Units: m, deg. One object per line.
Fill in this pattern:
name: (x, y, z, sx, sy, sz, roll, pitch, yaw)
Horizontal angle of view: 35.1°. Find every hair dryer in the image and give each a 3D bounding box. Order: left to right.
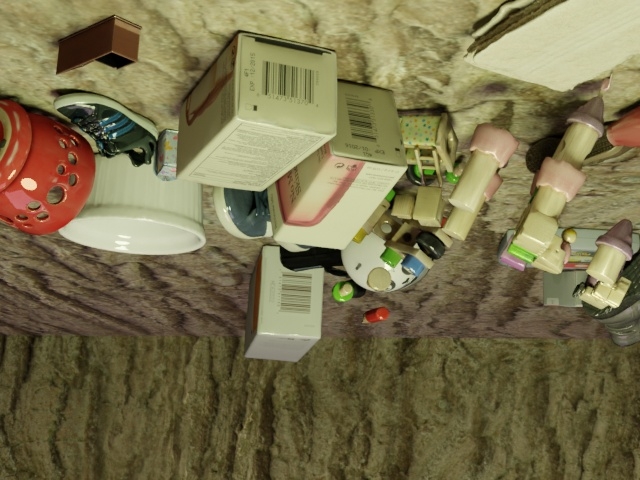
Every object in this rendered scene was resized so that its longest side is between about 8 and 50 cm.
hair dryer: (0.576, -0.168, 1.502, 0.293, 0.080, 0.223, -1, 166, 15)

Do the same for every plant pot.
plant pot: (-0.490, -0.121, 1.641, 0.191, 0.191, 0.174, -5, 161, 27)

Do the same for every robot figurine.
robot figurine: (0.142, 0.021, 2.067, 0.173, 0.209, 0.278, 5, -179, 14)

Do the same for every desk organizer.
desk organizer: (-0.299, -0.254, 1.361, 0.130, 0.050, 0.047, -10, 161, 41)

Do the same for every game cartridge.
game cartridge: (0.561, 0.019, 2.307, 0.294, 0.060, 0.196, 2, 162, 3)

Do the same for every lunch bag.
lunch bag: (-0.261, -0.144, 1.746, 0.053, 0.071, 0.083, 6, 166, -21)

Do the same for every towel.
towel: (0.324, -0.262, 1.239, 0.187, 0.049, 0.282, 9, 163, -30)

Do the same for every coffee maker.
coffee maker: (0.000, 0.000, 2.237, 0.178, 0.120, 0.171, -7, 140, 29)

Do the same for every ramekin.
ramekin: (-0.353, -0.069, 1.932, 0.277, 0.135, 0.277, 3, 165, 1)

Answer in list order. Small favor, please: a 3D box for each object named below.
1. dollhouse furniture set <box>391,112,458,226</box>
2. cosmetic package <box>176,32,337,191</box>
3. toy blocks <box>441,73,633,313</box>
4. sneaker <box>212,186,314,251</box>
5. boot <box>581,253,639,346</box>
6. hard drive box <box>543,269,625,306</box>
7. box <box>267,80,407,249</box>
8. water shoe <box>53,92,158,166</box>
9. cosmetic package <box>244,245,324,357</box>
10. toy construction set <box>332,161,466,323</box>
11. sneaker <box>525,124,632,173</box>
dollhouse furniture set: (0.106, -0.115, 1.592, 0.182, 0.161, 0.101, 5, 159, 22)
cosmetic package: (-0.100, -0.177, 1.476, 0.153, 0.129, 0.296, 7, 165, -23)
toy blocks: (0.372, -0.086, 1.531, 0.309, 0.260, 0.288, 27, 172, 8)
sneaker: (-0.066, -0.065, 1.953, 0.148, 0.131, 0.350, -13, 166, 28)
boot: (0.780, 0.114, 2.309, 0.338, 0.118, 0.222, -27, 140, 27)
hard drive box: (0.689, 0.115, 2.484, 0.232, 0.089, 0.181, 0, 178, -11)
box: (0.018, -0.112, 1.540, 0.127, 0.149, 0.232, 7, 145, -23)
water shoe: (-0.337, -0.174, 1.620, 0.073, 0.080, 0.203, -9, 162, 38)
cosmetic package: (-0.102, 0.176, 2.676, 0.161, 0.230, 0.453, 5, 165, -7)
toy construction set: (0.097, -0.001, 1.846, 0.257, 0.309, 0.237, 13, 169, -8)
sneaker: (0.428, -0.140, 1.664, 0.071, 0.066, 0.188, 8, 167, -42)
